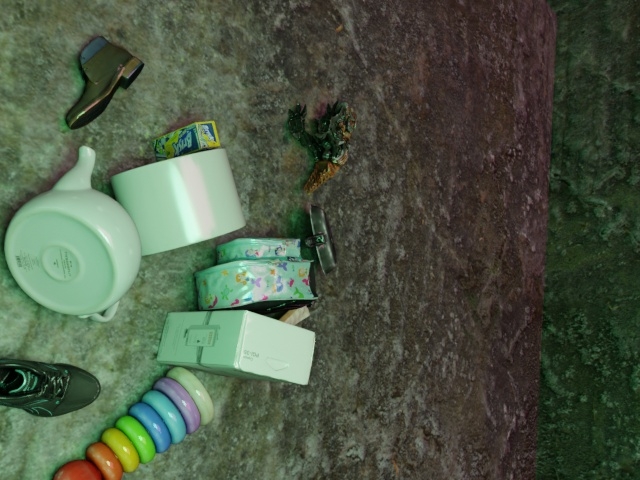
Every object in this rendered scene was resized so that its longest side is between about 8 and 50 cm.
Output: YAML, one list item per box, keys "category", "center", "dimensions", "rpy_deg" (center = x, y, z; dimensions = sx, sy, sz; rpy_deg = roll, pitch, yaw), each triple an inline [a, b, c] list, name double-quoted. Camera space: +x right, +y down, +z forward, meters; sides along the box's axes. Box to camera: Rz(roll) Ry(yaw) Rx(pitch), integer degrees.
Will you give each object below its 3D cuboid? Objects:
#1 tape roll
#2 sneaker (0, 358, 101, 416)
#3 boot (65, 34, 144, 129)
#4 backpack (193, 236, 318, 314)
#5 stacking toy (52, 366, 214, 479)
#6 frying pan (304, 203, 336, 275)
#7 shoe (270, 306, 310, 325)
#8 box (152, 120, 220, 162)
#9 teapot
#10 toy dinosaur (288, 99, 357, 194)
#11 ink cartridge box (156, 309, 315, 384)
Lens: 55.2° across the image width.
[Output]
- category: "tape roll"
  center: [-0.292, -0.081, 1.271]
  dimensions: [0.246, 0.246, 0.169]
  rpy_deg: [-22, 101, -46]
- category: "sneaker"
  center: [-0.510, 0.265, 1.094]
  dimensions: [0.267, 0.106, 0.101]
  rpy_deg: [19, 70, -45]
- category: "boot"
  center: [-0.473, -0.326, 1.259]
  dimensions: [0.106, 0.082, 0.219]
  rpy_deg: [39, 59, -9]
- category: "backpack"
  center: [-0.157, 0.088, 1.405]
  dimensions: [0.253, 0.225, 0.191]
  rpy_deg: [-10, 88, -37]
- category: "stacking toy"
  center: [-0.376, 0.396, 1.212]
  dimensions: [0.330, 0.141, 0.141]
  rpy_deg: [-33, 108, -37]
- category: "frying pan"
  center: [-0.005, -0.026, 1.582]
  dimensions: [0.326, 0.053, 0.197]
  rpy_deg: [68, 11, -68]
- category: "shoe"
  center: [-0.099, 0.216, 1.549]
  dimensions: [0.219, 0.076, 0.058]
  rpy_deg: [-37, 106, -45]
- category: "box"
  center: [-0.295, -0.212, 1.339]
  dimensions: [0.054, 0.168, 0.059]
  rpy_deg: [-17, 96, -46]
- category: "teapot"
  center: [-0.436, 0.007, 1.146]
  dimensions: [0.252, 0.256, 0.187]
  rpy_deg: [42, 23, -10]
- category: "toy dinosaur"
  center: [0.027, -0.272, 1.713]
  dimensions: [0.218, 0.164, 0.322]
  rpy_deg: [55, 26, -46]
- category: "ink cartridge box"
  center: [-0.180, 0.229, 1.312]
  dimensions: [0.207, 0.282, 0.117]
  rpy_deg: [25, 67, -42]
